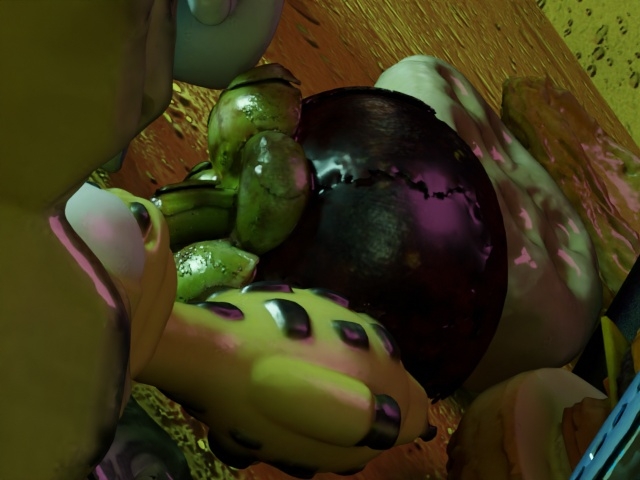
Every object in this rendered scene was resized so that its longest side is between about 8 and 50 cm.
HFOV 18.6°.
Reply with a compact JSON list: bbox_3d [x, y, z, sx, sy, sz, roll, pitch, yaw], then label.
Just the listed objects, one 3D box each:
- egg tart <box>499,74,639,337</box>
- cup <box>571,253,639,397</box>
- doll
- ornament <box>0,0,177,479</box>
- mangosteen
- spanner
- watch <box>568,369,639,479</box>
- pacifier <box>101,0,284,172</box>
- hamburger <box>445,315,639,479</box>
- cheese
[{"bbox_3d":[0.229,-0.005,1.677,0.294,0.123,0.294,44,19,-20],"label":"egg tart"},{"bbox_3d":[0.234,0.116,1.222,0.166,0.177,0.239,33,11,-4],"label":"cup"},{"bbox_3d":[-0.061,0.033,0.739,0.117,0.086,0.291,16,-5,42],"label":"doll"},{"bbox_3d":[-0.137,-0.021,0.575,0.180,0.201,0.059,9,18,4],"label":"ornament"},{"bbox_3d":[0.000,0.000,0.931,0.180,0.166,0.166,18,33,-31],"label":"mangosteen"},{"bbox_3d":[-0.129,-0.008,0.805,0.071,0.017,0.302,14,42,-61],"label":"spanner"},{"bbox_3d":[0.110,0.161,0.637,0.276,0.274,0.068,60,13,9],"label":"watch"},{"bbox_3d":[-0.114,-0.168,0.977,0.207,0.227,0.279,11,21,-2],"label":"pacifier"},{"bbox_3d":[0.201,0.165,1.009,0.291,0.225,0.291,44,25,-26],"label":"hamburger"},{"bbox_3d":[0.082,-0.013,1.256,0.218,0.117,0.235,32,27,-51],"label":"cheese"}]
